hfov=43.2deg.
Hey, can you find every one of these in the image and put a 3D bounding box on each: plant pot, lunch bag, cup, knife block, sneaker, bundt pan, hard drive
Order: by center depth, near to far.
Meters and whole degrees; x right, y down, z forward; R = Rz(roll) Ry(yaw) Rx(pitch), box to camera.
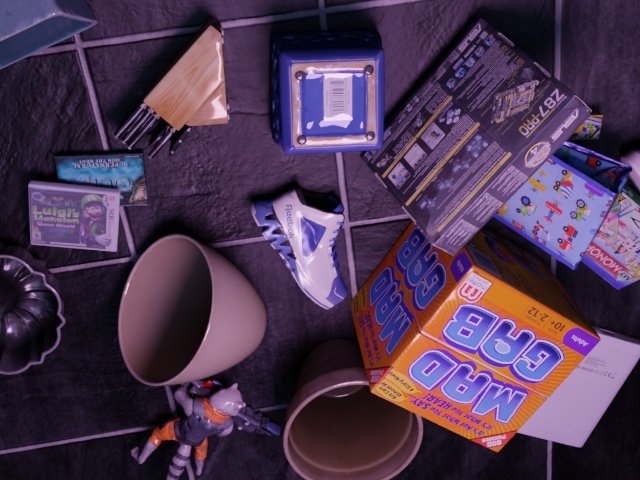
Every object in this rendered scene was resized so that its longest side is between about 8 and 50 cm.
[{"bbox_3d":[-0.601,-0.470,1.471,0.247,0.248,0.252,-24,99,5],"label":"plant pot"},{"bbox_3d":[0.018,-0.295,1.628,0.236,0.212,0.235,-2,110,-5],"label":"plant pot"},{"bbox_3d":[-0.313,-0.310,1.664,0.242,0.088,0.275,-4,118,-6],"label":"knife block"},{"bbox_3d":[0.491,-0.112,1.786,0.293,0.138,0.220,30,133,17],"label":"lunch bag"},{"bbox_3d":[-0.262,0.172,1.820,0.237,0.331,0.331,19,116,-45],"label":"cup"},{"bbox_3d":[-0.737,0.139,1.825,0.331,0.124,0.330,-3,117,-6],"label":"bundt pan"},{"bbox_3d":[-0.001,-0.001,1.839,0.182,0.127,0.315,-31,115,12],"label":"sneaker"},{"bbox_3d":[0.063,0.389,1.961,0.324,0.280,0.323,-2,117,-5],"label":"plant pot"},{"bbox_3d":[0.683,0.389,2.167,0.233,0.047,0.352,16,113,-15],"label":"hard drive"}]

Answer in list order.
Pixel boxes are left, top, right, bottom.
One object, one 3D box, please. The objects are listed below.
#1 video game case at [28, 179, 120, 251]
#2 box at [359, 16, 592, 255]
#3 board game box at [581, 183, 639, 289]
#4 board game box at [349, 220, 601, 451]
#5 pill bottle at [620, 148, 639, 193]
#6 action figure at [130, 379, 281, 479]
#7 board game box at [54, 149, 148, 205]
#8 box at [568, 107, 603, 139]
[{"bbox_3d":[-0.543,-0.051,1.782,0.191,0.022,0.173,6,130,-11],"label":"video game case"},{"bbox_3d":[0.300,-0.217,1.657,0.097,0.318,0.395,24,113,-45],"label":"box"},{"bbox_3d":[0.690,-0.021,1.910,0.317,0.046,0.213,34,134,-21],"label":"board game box"},{"bbox_3d":[0.329,0.183,1.843,0.356,0.356,0.356,28,110,-19],"label":"board game box"},{"bbox_3d":[0.828,-0.206,1.818,0.265,0.153,0.153,-31,116,10],"label":"pill bottle"},{"bbox_3d":[-0.273,0.489,2.037,0.341,0.178,0.330,27,120,-17],"label":"action figure"},{"bbox_3d":[-0.477,-0.133,1.770,0.186,0.026,0.126,-3,117,-5],"label":"board game box"},{"bbox_3d":[0.538,-0.260,1.810,0.169,0.054,0.059,-3,118,-6],"label":"box"}]
